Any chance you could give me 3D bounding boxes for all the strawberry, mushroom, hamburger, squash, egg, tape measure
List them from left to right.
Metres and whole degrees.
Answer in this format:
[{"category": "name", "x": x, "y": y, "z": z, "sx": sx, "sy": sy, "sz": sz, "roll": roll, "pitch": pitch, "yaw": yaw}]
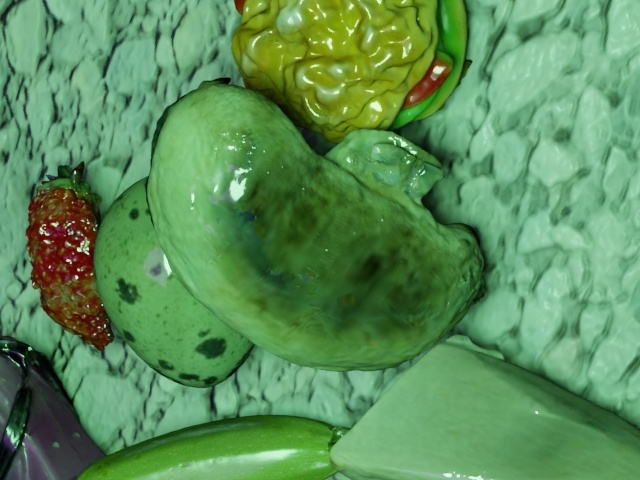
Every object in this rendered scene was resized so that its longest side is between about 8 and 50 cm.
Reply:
[{"category": "tape measure", "x": -0.366, "y": 0.230, "z": 1.766, "sx": 0.245, "sy": 0.149, "sz": 0.231, "roll": -43, "pitch": 80, "yaw": 27}, {"category": "strawberry", "x": -0.264, "y": 0.015, "z": 1.681, "sx": 0.085, "sy": 0.140, "sz": 0.192, "roll": -8, "pitch": 134, "yaw": -9}, {"category": "egg", "x": -0.133, "y": 0.040, "z": 1.601, "sx": 0.177, "sy": 0.177, "sz": 0.228, "roll": 0, "pitch": 115, "yaw": 28}, {"category": "squash", "x": -0.095, "y": 0.227, "z": 1.643, "sx": 0.341, "sy": 0.094, "sz": 0.094, "roll": -14, "pitch": 92, "yaw": 7}, {"category": "mushroom", "x": 0.000, "y": 0.001, "z": 1.449, "sx": 0.247, "sy": 0.130, "sz": 0.344, "roll": -40, "pitch": 119, "yaw": 17}, {"category": "hamburger", "x": 0.016, "y": -0.197, "z": 1.496, "sx": 0.237, "sy": 0.149, "sz": 0.237, "roll": 6, "pitch": 103, "yaw": 26}, {"category": "mushroom", "x": 0.220, "y": 0.214, "z": 1.469, "sx": 0.407, "sy": 0.154, "sz": 0.137, "roll": 19, "pitch": 147, "yaw": 17}]
